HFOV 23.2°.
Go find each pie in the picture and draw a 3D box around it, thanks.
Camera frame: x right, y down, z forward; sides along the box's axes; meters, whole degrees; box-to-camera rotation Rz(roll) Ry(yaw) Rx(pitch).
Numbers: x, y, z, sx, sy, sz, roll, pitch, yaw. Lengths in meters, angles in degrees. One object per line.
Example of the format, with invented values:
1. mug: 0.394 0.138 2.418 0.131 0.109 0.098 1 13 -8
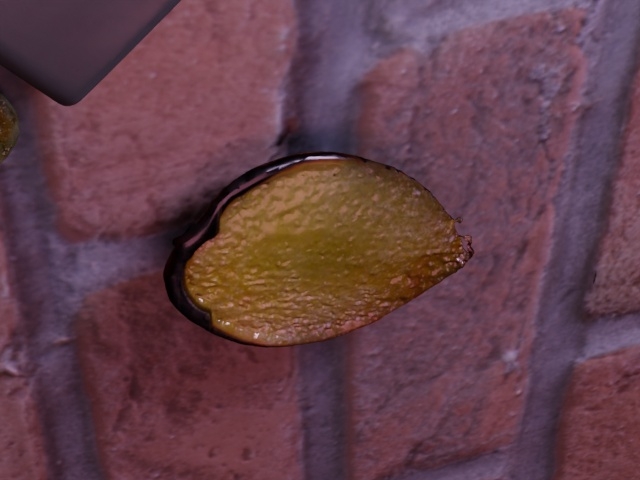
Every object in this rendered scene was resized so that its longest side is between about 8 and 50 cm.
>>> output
1. pie: -0.258 -0.080 1.140 0.084 0.021 0.084 -13 135 -14

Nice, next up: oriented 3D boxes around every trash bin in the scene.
1. trash bin: -0.192 -0.209 0.946 0.177 0.101 0.236 -45 129 10

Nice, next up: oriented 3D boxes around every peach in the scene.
1. peach: -0.003 -0.002 1.324 0.279 0.068 0.189 2 125 -27
